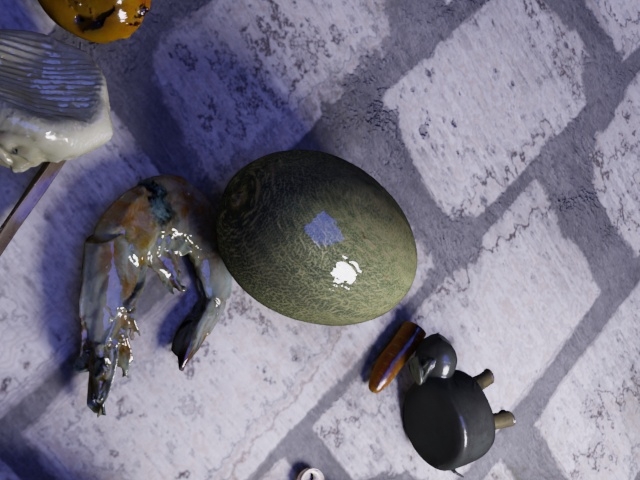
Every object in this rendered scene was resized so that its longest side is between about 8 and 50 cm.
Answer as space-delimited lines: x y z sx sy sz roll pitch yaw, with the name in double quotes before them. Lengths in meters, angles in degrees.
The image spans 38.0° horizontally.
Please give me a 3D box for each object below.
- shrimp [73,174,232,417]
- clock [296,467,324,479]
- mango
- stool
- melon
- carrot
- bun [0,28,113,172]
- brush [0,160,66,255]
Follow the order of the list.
"shrimp" -0.238 0.081 1.315 0.246 0.085 0.361 31 68 -35
"clock" 0.014 0.469 1.466 0.155 0.063 0.229 -16 98 -32
"mango" -0.334 -0.372 1.228 0.248 0.151 0.156 39 109 -17
"stool" 0.231 0.272 1.550 0.139 0.153 0.228 -13 114 -34
"melon" 0.000 0.000 1.371 0.329 0.248 0.249 24 76 -33
"carrot" 0.121 0.197 1.557 0.048 0.048 0.139 50 66 -21
"bun" -0.378 -0.166 1.178 0.231 0.133 0.231 20 38 -17
"brush" -0.431 -0.003 1.197 0.065 0.070 0.328 36 68 -16
